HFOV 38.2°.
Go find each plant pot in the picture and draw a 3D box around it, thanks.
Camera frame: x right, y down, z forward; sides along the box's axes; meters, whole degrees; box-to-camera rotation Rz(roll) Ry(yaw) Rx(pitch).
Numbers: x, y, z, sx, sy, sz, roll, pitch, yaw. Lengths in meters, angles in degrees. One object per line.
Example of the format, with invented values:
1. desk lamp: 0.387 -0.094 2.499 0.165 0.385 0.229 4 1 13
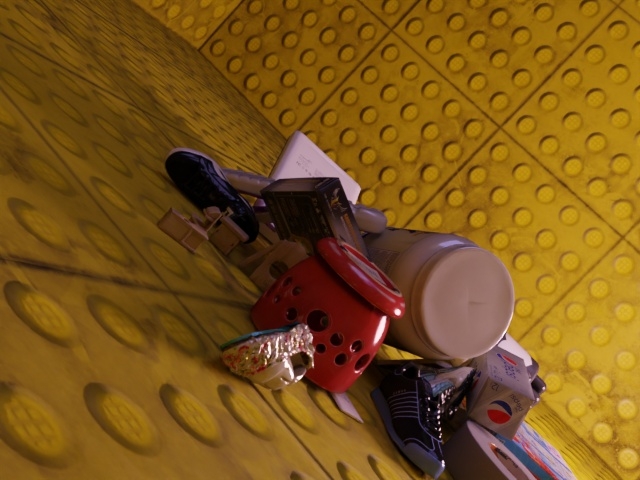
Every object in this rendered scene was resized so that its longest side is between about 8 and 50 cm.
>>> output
1. plant pot: 0.019 0.105 1.380 0.191 0.174 0.191 40 10 -8

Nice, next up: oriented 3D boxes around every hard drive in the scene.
1. hard drive: -0.030 -0.081 2.039 0.210 0.040 0.319 42 40 -17

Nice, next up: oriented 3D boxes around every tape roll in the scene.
1. tape roll: 0.305 0.413 1.585 0.219 0.072 0.219 43 7 -7

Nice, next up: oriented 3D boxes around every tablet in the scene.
1. tablet: 0.032 0.236 1.378 0.054 0.006 0.083 38 10 -37

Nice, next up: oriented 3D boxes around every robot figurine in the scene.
1. robot figurine: 0.470 0.334 2.468 0.278 0.173 0.209 45 0 5

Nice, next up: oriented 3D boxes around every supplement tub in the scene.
1. supplement tub: 0.190 0.098 1.756 0.235 0.235 0.325 40 -13 -23

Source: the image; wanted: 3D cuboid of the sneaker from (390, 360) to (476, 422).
1. sneaker: 0.199 0.260 1.691 0.122 0.110 0.283 28 6 21

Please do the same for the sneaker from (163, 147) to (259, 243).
1. sneaker: -0.187 -0.079 1.672 0.217 0.079 0.121 41 7 -29

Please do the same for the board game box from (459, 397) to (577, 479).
1. board game box: 0.401 0.438 1.884 0.302 0.086 0.308 42 8 -13

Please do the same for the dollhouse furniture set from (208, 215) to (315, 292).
1. dollhouse furniture set: -0.094 0.002 1.630 0.161 0.101 0.182 44 8 0

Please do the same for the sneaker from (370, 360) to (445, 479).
1. sneaker: 0.153 0.276 1.465 0.081 0.090 0.232 39 8 -30

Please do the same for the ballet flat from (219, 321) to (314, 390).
1. ballet flat: -0.053 0.147 1.164 0.077 0.091 0.241 67 15 7

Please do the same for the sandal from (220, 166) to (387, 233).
1. sandal: -0.077 -0.063 1.819 0.416 0.102 0.169 16 5 18

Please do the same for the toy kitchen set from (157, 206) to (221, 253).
1. toy kitchen set: -0.203 -0.039 1.421 0.075 0.068 0.083 40 8 -27

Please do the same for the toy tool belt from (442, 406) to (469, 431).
1. toy tool belt: 0.253 0.346 1.810 0.052 0.051 0.083 0 26 -36

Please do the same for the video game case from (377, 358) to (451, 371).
1. video game case: 0.181 0.241 1.782 0.087 0.122 0.011 31 58 -58

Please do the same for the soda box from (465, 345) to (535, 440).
1. soda box: 0.340 0.281 1.781 0.098 0.091 0.286 27 10 3

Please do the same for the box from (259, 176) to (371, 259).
1. box: 0.000 0.000 1.668 0.183 0.056 0.231 3 -60 54
